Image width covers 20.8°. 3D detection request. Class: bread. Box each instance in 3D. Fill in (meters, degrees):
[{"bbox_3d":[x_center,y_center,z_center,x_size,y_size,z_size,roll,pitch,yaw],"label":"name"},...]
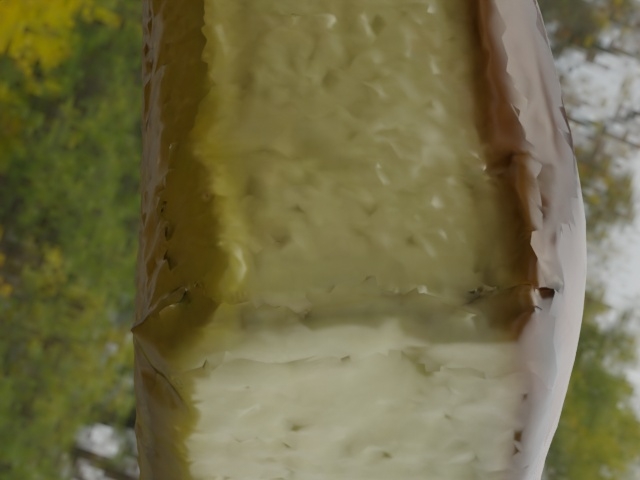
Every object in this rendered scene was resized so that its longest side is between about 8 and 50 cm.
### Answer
[{"bbox_3d":[0.000,0.000,0.692,0.324,0.143,0.333,96,-8,-53],"label":"bread"}]
